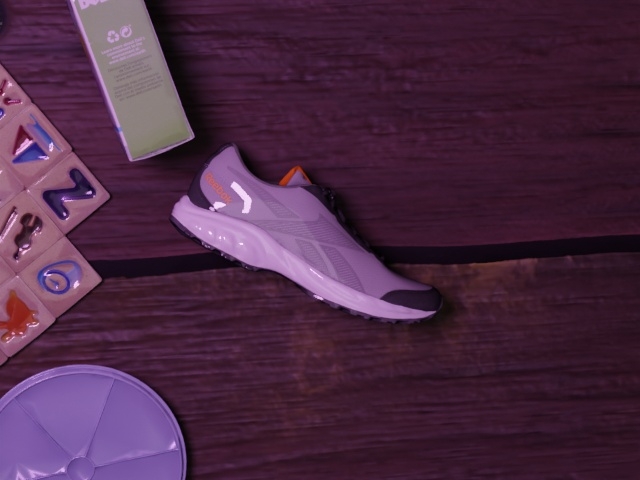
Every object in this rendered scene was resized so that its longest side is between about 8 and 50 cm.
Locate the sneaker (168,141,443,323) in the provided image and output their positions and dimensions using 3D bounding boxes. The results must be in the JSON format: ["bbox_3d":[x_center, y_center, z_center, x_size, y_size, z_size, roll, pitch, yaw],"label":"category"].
[{"bbox_3d":[0.000,0.000,1.501,0.272,0.100,0.108,26,89,-14],"label":"sneaker"}]

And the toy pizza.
[{"bbox_3d":[-0.228,0.212,1.527,0.201,0.032,0.201,-2,102,-10],"label":"toy pizza"}]

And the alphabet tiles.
[{"bbox_3d":[-0.377,0.003,1.472,0.342,0.011,0.285,-40,105,-2],"label":"alphabet tiles"}]

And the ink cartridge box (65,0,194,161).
[{"bbox_3d":[-0.181,-0.181,1.425,0.062,0.109,0.209,-21,103,-7],"label":"ink cartridge box"}]
